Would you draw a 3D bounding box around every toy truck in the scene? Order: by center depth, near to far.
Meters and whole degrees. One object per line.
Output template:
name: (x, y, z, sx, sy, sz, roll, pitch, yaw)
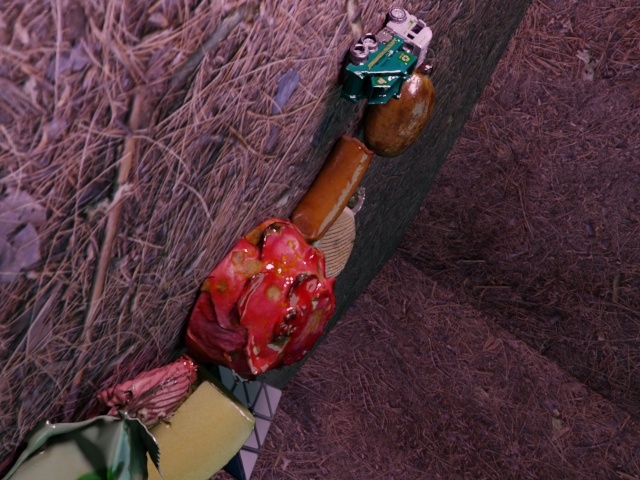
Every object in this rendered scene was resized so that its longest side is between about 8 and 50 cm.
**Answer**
toy truck: (0.135, -0.349, 1.289, 0.216, 0.116, 0.110, -49, 167, -27)

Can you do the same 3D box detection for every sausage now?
sausage: (0.024, -0.119, 1.558, 0.271, 0.109, 0.109, -57, 169, 10)

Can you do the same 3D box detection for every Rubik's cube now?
Rubik's cube: (-0.241, 0.462, 1.732, 0.233, 0.228, 0.228, -60, -173, -8)

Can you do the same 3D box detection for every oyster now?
oyster: (0.094, -0.125, 2.018, 0.100, 0.037, 0.098, 9, 98, -55)

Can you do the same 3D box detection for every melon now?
melon: (-0.348, 0.435, 1.455, 0.343, 0.331, 0.226, -45, 131, -11)

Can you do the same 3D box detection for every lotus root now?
lotus root: (0.192, -0.313, 1.566, 0.128, 0.145, 0.260, -102, -148, -45)

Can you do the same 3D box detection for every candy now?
candy: (-0.451, 0.440, 1.079, 0.398, 0.172, 0.263, -36, 158, -21)

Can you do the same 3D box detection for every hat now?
hat: (-0.336, 0.313, 1.290, 0.236, 0.107, 0.286, -42, 171, 28)

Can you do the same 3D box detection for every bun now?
bun: (0.000, 0.000, 1.749, 0.210, 0.116, 0.237, -36, 136, -41)

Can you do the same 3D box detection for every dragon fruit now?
dragon fruit: (-0.112, 0.152, 1.460, 0.386, 0.249, 0.371, -55, 164, -11)

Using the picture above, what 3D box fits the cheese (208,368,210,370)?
cheese: (-0.269, 0.360, 1.813, 0.250, 0.064, 0.156, -59, 168, 26)
